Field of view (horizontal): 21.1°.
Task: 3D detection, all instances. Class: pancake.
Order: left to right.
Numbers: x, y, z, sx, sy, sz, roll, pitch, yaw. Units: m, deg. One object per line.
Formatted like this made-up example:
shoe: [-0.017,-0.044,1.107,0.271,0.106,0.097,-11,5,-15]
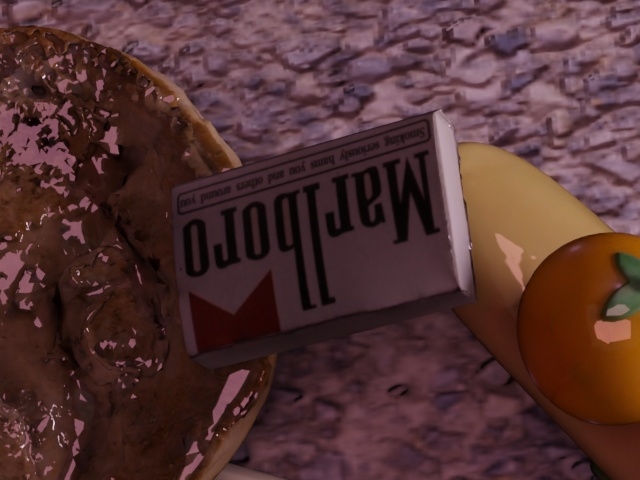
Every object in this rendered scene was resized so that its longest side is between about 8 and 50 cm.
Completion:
pancake: [-0.208,0.042,1.121,0.386,0.082,0.387,-2,77,11]

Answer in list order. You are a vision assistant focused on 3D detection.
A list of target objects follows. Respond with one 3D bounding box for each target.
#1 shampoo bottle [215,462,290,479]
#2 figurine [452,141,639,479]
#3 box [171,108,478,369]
shampoo bottle: [-0.076,0.158,1.118,0.141,0.034,0.049,22,96,9]
figurine: [0.175,0.064,1.013,0.124,0.222,0.324,-45,81,1]
box: [0.000,0.000,1.008,0.177,0.036,0.115,-16,68,21]
